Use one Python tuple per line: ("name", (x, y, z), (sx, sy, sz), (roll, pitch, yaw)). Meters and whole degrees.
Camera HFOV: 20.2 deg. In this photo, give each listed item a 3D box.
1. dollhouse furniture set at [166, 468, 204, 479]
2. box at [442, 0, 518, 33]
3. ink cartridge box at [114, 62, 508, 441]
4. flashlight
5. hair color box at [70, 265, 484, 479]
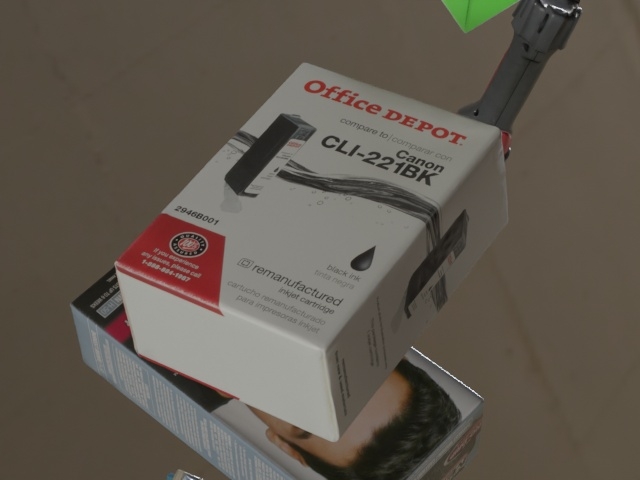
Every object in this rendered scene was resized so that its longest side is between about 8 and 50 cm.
("dollhouse furniture set", (-0.109, 0.361, 1.736), (0.286, 0.198, 0.303), (33, -102, -41))
("box", (0.230, -0.335, 1.644), (0.127, 0.262, 0.231), (55, -149, -8))
("ink cartridge box", (0.000, 0.000, 1.434), (0.273, 0.197, 0.114), (-49, -32, -35))
("flashlight", (0.251, -0.214, 2.396), (0.103, 0.103, 0.304), (-20, -33, -43))
("hair color box", (-0.044, 0.135, 1.749), (0.185, 0.374, 0.113), (-43, -26, -26))
